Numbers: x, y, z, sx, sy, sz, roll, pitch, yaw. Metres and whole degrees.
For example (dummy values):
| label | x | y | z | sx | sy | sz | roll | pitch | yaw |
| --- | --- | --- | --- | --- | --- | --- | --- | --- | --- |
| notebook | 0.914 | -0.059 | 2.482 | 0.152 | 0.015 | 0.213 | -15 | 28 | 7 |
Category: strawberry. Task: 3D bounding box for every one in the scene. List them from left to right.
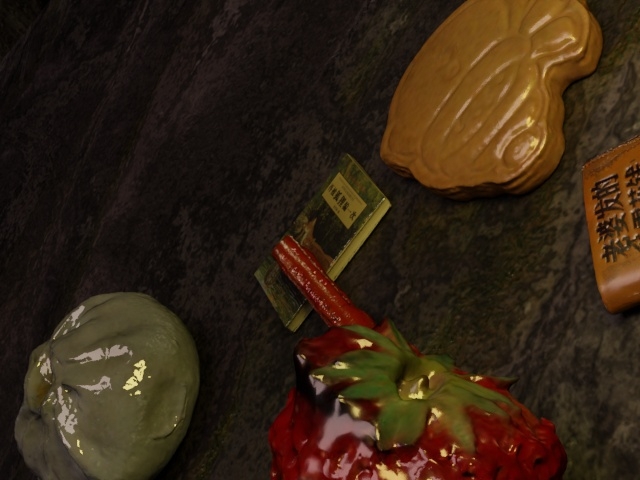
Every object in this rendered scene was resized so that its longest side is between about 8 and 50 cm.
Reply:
| label | x | y | z | sx | sy | sz | roll | pitch | yaw |
| --- | --- | --- | --- | --- | --- | --- | --- | --- | --- |
| strawberry | 0.085 | 0.255 | 1.170 | 0.292 | 0.292 | 0.310 | -114 | 24 | -52 |

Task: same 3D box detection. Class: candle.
| label | x | y | z | sx | sy | sz | roll | pitch | yaw |
| --- | --- | --- | --- | --- | --- | --- | --- | --- | --- |
| candle | 0.020 | 0.085 | 1.542 | 0.051 | 0.048 | 0.329 | -33 | 41 | -6 |

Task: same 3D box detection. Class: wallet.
| label | x | y | z | sx | sy | sz | roll | pitch | yaw |
| --- | --- | --- | --- | --- | --- | --- | --- | --- | --- |
| wallet | 0.343 | -0.033 | 1.225 | 0.161 | 0.042 | 0.195 | -32 | 42 | 36 |

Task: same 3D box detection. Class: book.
| label | x | y | z | sx | sy | sz | roll | pitch | yaw |
| --- | --- | --- | --- | --- | --- | --- | --- | --- | --- |
| book | 0.000 | 0.000 | 1.685 | 0.228 | 0.024 | 0.160 | -53 | 32 | 11 |

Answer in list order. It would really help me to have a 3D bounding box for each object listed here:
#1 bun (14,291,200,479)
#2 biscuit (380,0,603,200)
| label | x | y | z | sx | sy | sz | roll | pitch | yaw |
| --- | --- | --- | --- | --- | --- | --- | --- | --- | --- |
| bun | -0.330 | 0.231 | 1.793 | 0.354 | 0.194 | 0.354 | -34 | 42 | 37 |
| biscuit | 0.212 | -0.196 | 1.524 | 0.312 | 0.057 | 0.351 | -58 | 32 | 6 |
